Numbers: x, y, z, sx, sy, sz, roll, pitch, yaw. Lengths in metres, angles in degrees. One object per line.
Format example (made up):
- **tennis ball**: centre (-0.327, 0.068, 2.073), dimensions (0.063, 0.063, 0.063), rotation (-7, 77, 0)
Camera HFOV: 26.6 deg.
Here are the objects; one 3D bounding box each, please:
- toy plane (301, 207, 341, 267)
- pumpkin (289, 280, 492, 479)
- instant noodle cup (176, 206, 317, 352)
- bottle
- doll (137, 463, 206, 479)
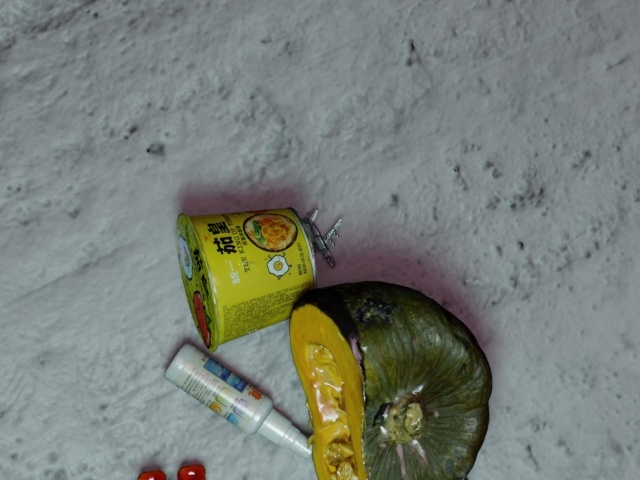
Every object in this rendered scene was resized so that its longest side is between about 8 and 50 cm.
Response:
- **toy plane**: centre (-0.001, -0.001, 1.814), dimensions (0.078, 0.024, 0.084), rotation (-27, 85, 11)
- **pumpkin**: centre (0.111, 0.192, 1.675), dimensions (0.232, 0.242, 0.324), rotation (-17, 107, -21)
- **instant noodle cup**: centre (-0.092, 0.039, 1.733), dimensions (0.144, 0.182, 0.182), rotation (-13, 84, -17)
- **bottle**: centre (-0.102, 0.215, 1.760), dimensions (0.217, 0.060, 0.060), rotation (35, 81, 1)
- **doll**: centre (-0.176, 0.412, 1.720), dimensions (0.142, 0.076, 0.245), rotation (-3, 78, -21)
